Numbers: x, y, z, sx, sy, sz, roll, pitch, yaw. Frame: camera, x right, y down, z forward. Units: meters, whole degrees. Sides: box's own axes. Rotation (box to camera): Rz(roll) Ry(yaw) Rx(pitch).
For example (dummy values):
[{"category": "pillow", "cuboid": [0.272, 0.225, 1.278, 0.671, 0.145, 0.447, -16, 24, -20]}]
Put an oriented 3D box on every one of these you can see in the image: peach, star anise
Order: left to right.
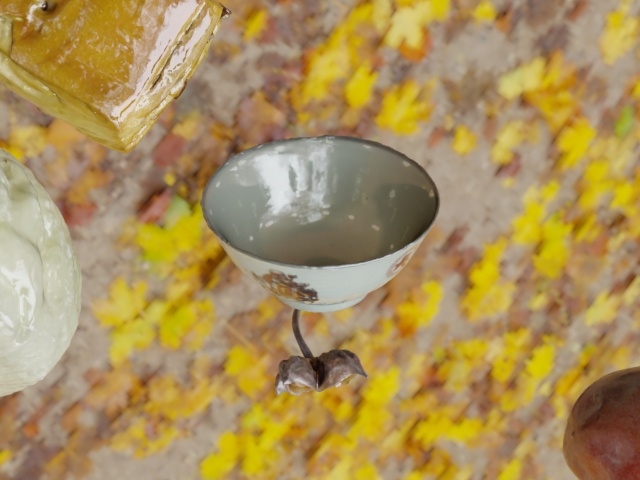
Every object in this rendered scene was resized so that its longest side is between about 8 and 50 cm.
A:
[{"category": "star anise", "cuboid": [-0.002, 0.120, 2.223, 0.148, 0.227, 0.218, -22, 158, 24]}, {"category": "peach", "cuboid": [0.267, 0.160, 1.173, 0.152, 0.152, 0.152, -28, 139, -28]}]

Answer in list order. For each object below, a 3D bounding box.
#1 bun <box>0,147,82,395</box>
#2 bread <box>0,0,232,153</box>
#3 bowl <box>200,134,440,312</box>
[{"category": "bun", "cuboid": [-0.382, 0.011, 1.423, 0.352, 0.349, 0.227, 39, 56, -59]}, {"category": "bread", "cuboid": [-0.226, -0.220, 1.478, 0.210, 0.235, 0.099, -53, 175, 1]}, {"category": "bowl", "cuboid": [0.000, 0.000, 2.178, 0.337, 0.337, 0.157, -25, 132, -32]}]
